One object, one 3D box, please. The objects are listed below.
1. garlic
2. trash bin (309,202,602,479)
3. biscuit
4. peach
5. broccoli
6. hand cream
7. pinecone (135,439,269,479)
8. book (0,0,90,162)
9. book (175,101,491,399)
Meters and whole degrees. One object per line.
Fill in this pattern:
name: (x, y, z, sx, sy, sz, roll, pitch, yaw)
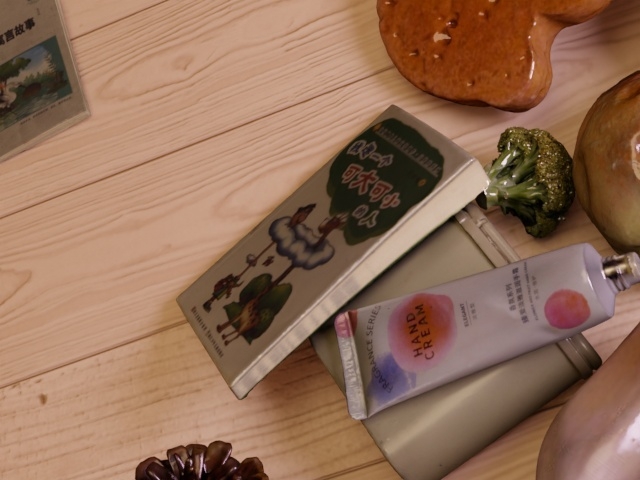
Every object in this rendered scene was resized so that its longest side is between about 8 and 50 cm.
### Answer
garlic: (0.341, 0.212, 1.232, 0.231, 0.246, 0.340, 34, 66, 19)
trash bin: (0.141, 0.115, 1.422, 0.247, 0.121, 0.243, -37, 59, 4)
biscuit: (0.231, -0.380, 1.546, 0.350, 0.078, 0.455, 48, 116, 32)
peach: (0.371, -0.088, 1.376, 0.214, 0.214, 0.235, -23, 54, 10)
broccoli: (0.234, -0.068, 1.469, 0.120, 0.130, 0.131, -18, 75, -19)
hand cream: (0.167, 0.079, 1.323, 0.340, 0.078, 0.124, -21, 62, 22)
pinecone: (-0.119, 0.332, 1.331, 0.246, 0.292, 0.246, -8, 33, 5)
book: (-0.453, -0.248, 1.875, 0.214, 0.025, 0.283, -27, 61, 9)
book: (0.000, 0.000, 1.507, 0.371, 0.043, 0.260, -42, 29, -1)
